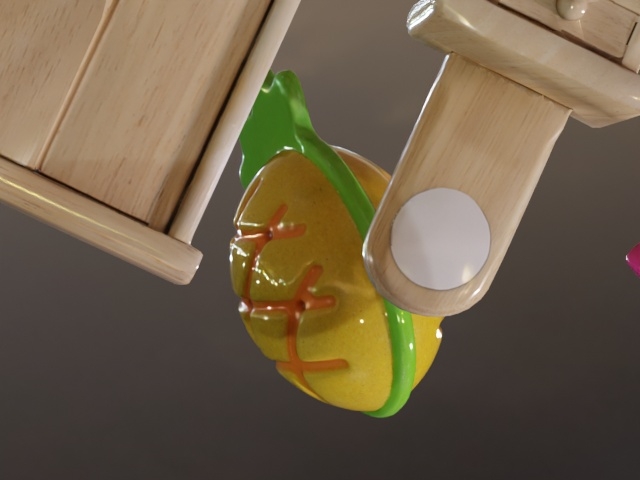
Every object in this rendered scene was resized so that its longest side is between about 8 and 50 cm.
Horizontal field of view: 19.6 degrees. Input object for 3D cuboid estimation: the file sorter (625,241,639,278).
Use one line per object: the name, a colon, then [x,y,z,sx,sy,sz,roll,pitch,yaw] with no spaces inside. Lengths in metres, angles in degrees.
file sorter: [0.322,0.061,0.845,0.202,0.290,0.182,-43,-139,2]

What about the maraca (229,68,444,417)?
maraca: [0.000,0.000,0.907,0.099,0.185,0.127,-16,158,-25]

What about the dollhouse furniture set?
dollhouse furniture set: [-0.021,-0.083,0.440,0.303,0.173,0.355,25,175,-8]
